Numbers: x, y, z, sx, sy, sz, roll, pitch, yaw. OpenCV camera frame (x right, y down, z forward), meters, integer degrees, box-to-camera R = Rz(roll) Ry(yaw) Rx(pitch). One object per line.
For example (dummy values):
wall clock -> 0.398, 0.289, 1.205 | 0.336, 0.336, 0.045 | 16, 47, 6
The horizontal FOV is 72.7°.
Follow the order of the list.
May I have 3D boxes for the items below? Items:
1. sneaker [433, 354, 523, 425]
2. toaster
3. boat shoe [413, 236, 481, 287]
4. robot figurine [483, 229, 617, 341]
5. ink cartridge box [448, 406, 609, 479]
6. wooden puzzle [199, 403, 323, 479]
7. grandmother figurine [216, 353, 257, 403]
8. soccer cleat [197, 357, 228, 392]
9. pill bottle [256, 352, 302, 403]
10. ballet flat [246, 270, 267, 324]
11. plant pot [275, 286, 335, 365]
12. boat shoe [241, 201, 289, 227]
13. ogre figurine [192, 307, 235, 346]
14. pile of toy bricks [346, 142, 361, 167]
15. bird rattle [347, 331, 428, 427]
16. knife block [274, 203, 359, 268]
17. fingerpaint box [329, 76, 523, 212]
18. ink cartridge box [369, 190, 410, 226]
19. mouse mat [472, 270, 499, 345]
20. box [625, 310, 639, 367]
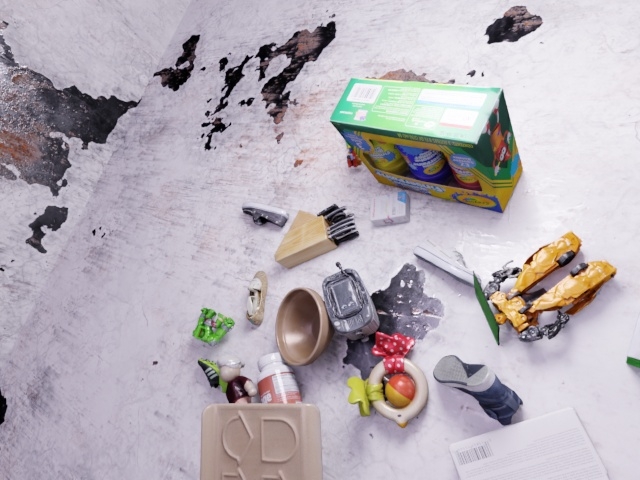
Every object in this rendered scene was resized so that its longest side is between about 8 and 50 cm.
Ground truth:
sneaker -> 0.388, 0.369, 1.074 | 0.086, 0.163, 0.226 | -50, 9, -14
toaster -> 0.090, 0.189, 1.297 | 0.129, 0.146, 0.227 | -24, 57, 7
boat shoe -> 0.366, 0.053, 1.236 | 0.226, 0.083, 0.076 | 33, 89, 39
robot figurine -> 0.557, 0.122, 1.082 | 0.291, 0.085, 0.211 | -40, 53, 10
ink cartridge box -> 0.471, 0.541, 0.950 | 0.296, 0.066, 0.261 | -28, 59, 19
wooden puzzle -> -0.157, 0.611, 1.182 | 0.347, 0.080, 0.322 | -7, 75, 17
grandmother figurine -> -0.252, 0.511, 1.371 | 0.208, 0.104, 0.342 | -52, 50, 29
soccer cleat -> -0.379, 0.472, 1.528 | 0.178, 0.060, 0.072 | 20, 81, 34
pill bottle -> -0.127, 0.463, 1.332 | 0.121, 0.121, 0.216 | -32, 54, 16
ballet flat -> -0.231, 0.197, 1.557 | 0.073, 0.067, 0.206 | -17, 60, 25
plant pot -> -0.033, 0.267, 1.350 | 0.237, 0.109, 0.238 | -16, 69, 48
boat shoe -> -0.224, -0.092, 1.690 | 0.228, 0.080, 0.076 | 13, 74, 28
ogre figurine -> -0.403, 0.318, 1.594 | 0.197, 0.097, 0.118 | 20, 68, 26
pile of toy bricks -> 0.145, -0.356, 1.573 | 0.105, 0.118, 0.212 | -3, 45, 1
bird rattle -> 0.199, 0.386, 1.192 | 0.207, 0.143, 0.253 | 34, 75, 27
knife block -> 0.000, 0.000, 1.490 | 0.242, 0.088, 0.276 | 24, 82, 38
fingerpaint box -> 0.305, -0.270, 1.245 | 0.444, 0.371, 0.163 | 21, 80, 37
ink cartridge box -> 0.227, -0.102, 1.418 | 0.122, 0.052, 0.089 | -7, 64, 28
mouse mat -> 0.414, 0.171, 1.084 | 0.007, 0.190, 0.153 | -21, 58, 12
box -> 0.800, 0.183, 0.875 | 0.261, 0.126, 0.231 | 17, 80, 38
